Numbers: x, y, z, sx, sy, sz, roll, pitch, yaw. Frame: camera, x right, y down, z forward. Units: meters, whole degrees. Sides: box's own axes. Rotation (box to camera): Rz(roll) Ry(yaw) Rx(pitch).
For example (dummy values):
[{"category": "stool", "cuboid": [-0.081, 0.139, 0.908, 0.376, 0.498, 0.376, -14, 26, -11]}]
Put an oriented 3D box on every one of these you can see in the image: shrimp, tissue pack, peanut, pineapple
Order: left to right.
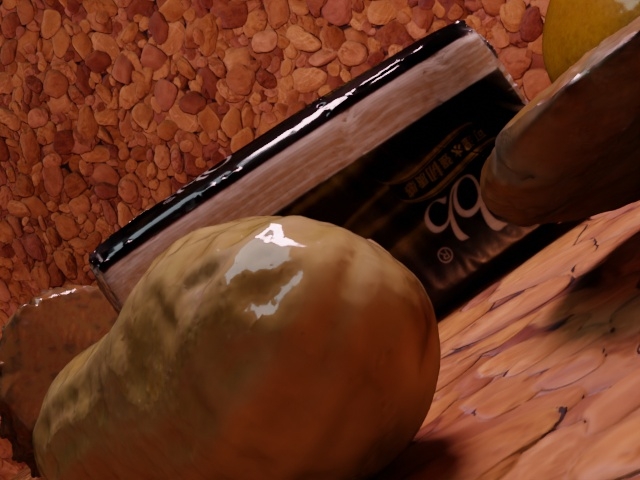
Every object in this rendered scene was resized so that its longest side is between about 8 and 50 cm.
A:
[{"category": "pineapple", "cuboid": [-0.273, 0.193, 1.065, 0.202, 0.202, 0.362, -33, -11, -32]}, {"category": "peanut", "cuboid": [-0.053, 0.075, 0.485, 0.148, 0.147, 0.319, -33, -2, -38]}, {"category": "tissue pack", "cuboid": [0.000, 0.000, 0.795, 0.370, 0.198, 0.210, -33, 3, -12]}, {"category": "shrimp", "cuboid": [0.274, -0.136, 0.463, 0.445, 0.085, 0.272, -28, -16, 0]}]

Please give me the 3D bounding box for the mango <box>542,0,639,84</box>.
[{"category": "mango", "cuboid": [0.327, -0.221, 0.824, 0.264, 0.221, 0.378, -27, 14, 50]}]
